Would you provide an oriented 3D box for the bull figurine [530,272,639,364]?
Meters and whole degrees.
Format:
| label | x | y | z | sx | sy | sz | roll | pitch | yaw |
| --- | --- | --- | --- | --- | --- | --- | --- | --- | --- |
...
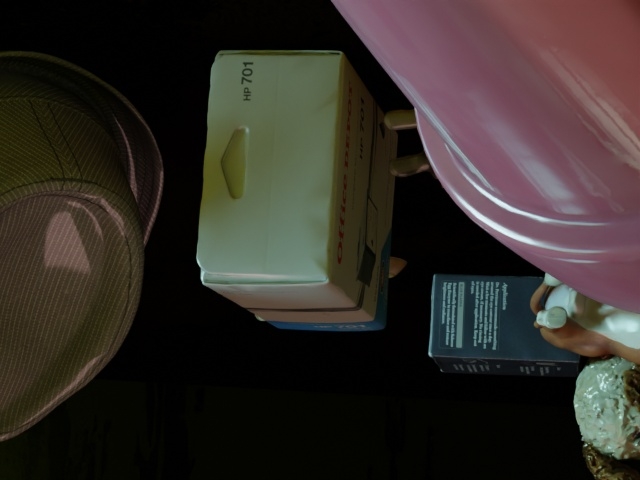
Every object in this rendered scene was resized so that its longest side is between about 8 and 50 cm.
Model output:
| label | x | y | z | sx | sy | sz | roll | pitch | yaw |
| --- | --- | --- | --- | --- | --- | --- | --- | --- | --- |
| bull figurine | 0.351 | 0.068 | 1.554 | 0.310 | 0.101 | 0.188 | -2 | 165 | 16 |

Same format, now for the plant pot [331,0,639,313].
| label | x | y | z | sx | sy | sz | roll | pitch | yaw |
| --- | --- | --- | --- | --- | --- | --- | --- | --- | --- |
| plant pot | 0.081 | -0.100 | 0.461 | 0.201 | 0.201 | 0.180 | -7 | 151 | 43 |

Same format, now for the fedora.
| label | x | y | z | sx | sy | sz | roll | pitch | yaw |
| --- | --- | --- | --- | --- | --- | --- | --- | --- | --- |
| fedora | -0.196 | 0.026 | 0.977 | 0.244 | 0.275 | 0.124 | 13 | -152 | -39 |

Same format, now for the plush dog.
| label | x | y | z | sx | sy | sz | roll | pitch | yaw |
| --- | --- | --- | --- | --- | --- | --- | --- | --- | --- |
| plush dog | 0.380 | 0.164 | 1.728 | 0.225 | 0.262 | 0.210 | 1 | -171 | -11 |

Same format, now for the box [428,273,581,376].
| label | x | y | z | sx | sy | sz | roll | pitch | yaw |
| --- | --- | --- | --- | --- | --- | --- | --- | --- | --- |
| box | 0.203 | 0.093 | 1.748 | 0.158 | 0.093 | 0.156 | 2 | 170 | 9 |

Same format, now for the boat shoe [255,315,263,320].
| label | x | y | z | sx | sy | sz | roll | pitch | yaw |
| --- | --- | --- | --- | --- | --- | --- | --- | --- | --- |
| boat shoe | 0.000 | 0.000 | 1.252 | 0.098 | 0.109 | 0.302 | 4 | 164 | 0 |

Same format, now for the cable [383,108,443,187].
| label | x | y | z | sx | sy | sz | roll | pitch | yaw |
| --- | --- | --- | --- | --- | --- | --- | --- | --- | --- |
| cable | 0.185 | -0.078 | 0.973 | 0.287 | 0.072 | 0.139 | -8 | 159 | -11 |

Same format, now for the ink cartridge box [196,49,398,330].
| label | x | y | z | sx | sy | sz | roll | pitch | yaw |
| --- | --- | --- | --- | --- | --- | --- | --- | --- | --- |
| ink cartridge box | -0.009 | -0.025 | 0.998 | 0.082 | 0.139 | 0.191 | 2 | 170 | 11 |

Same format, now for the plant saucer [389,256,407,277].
| label | x | y | z | sx | sy | sz | roll | pitch | yaw |
| --- | --- | --- | --- | --- | --- | --- | --- | --- | --- |
| plant saucer | 0.046 | 0.028 | 1.642 | 0.083 | 0.015 | 0.083 | 3 | 170 | 0 |
